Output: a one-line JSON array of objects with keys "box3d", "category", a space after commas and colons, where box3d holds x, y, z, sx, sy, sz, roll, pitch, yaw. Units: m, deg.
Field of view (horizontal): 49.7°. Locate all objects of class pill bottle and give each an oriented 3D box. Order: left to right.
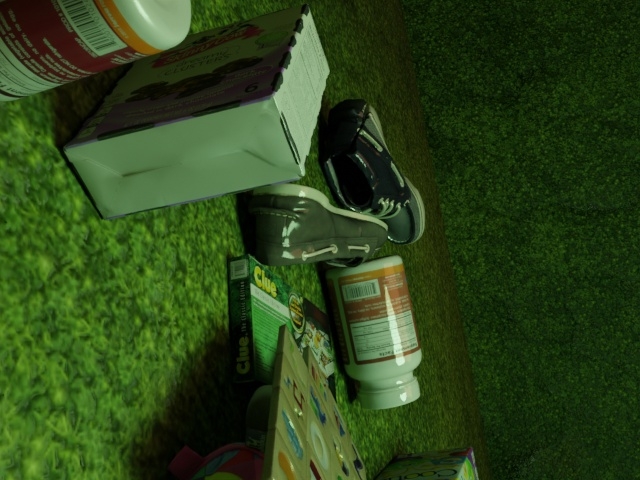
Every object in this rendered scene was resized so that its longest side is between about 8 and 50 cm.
[{"box3d": [-0.155, -0.126, 0.373, 0.086, 0.152, 0.086, -12, 90, -74], "category": "pill bottle"}, {"box3d": [0.084, 0.136, 1.043, 0.121, 0.121, 0.216, -10, 88, -74], "category": "pill bottle"}]

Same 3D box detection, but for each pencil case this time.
[{"box3d": [-0.038, 0.258, 0.591, 0.104, 0.105, 0.236, -85, 157, -45], "category": "pencil case"}]

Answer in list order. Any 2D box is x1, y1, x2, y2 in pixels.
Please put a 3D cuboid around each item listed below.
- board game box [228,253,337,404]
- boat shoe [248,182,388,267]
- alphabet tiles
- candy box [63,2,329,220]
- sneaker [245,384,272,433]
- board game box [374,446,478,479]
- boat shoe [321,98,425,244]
[{"box3d": [-0.037, 0.121, 0.813, 0.259, 0.030, 0.136, 46, 37, -61], "category": "board game box"}, {"box3d": [0.000, 0.000, 0.912, 0.335, 0.112, 0.095, 18, 79, -65], "category": "boat shoe"}, {"box3d": [0.016, 0.243, 0.605, 0.342, 0.011, 0.285, -91, 160, -70], "category": "alphabet tiles"}, {"box3d": [-0.088, -0.112, 0.564, 0.196, 0.165, 0.070, -80, 155, -53], "category": "candy box"}, {"box3d": [-0.031, 0.187, 0.723, 0.084, 0.058, 0.152, -69, 148, -52], "category": "sneaker"}, {"box3d": [0.171, 0.429, 1.082, 0.275, 0.142, 0.144, 14, 65, -72], "category": "board game box"}, {"box3d": [0.095, -0.079, 1.271, 0.340, 0.127, 0.158, 56, 32, -34], "category": "boat shoe"}]
